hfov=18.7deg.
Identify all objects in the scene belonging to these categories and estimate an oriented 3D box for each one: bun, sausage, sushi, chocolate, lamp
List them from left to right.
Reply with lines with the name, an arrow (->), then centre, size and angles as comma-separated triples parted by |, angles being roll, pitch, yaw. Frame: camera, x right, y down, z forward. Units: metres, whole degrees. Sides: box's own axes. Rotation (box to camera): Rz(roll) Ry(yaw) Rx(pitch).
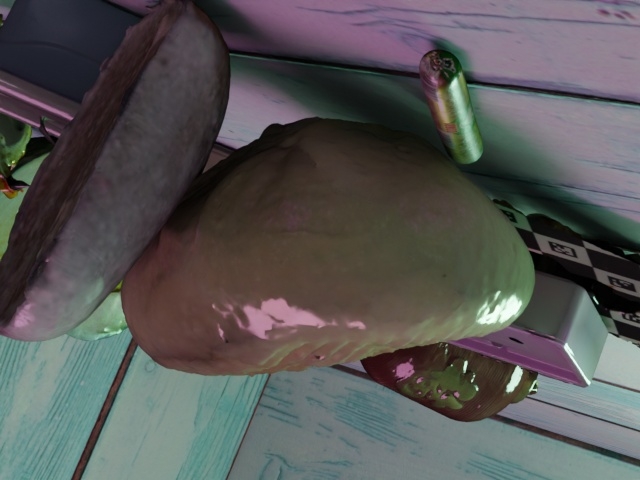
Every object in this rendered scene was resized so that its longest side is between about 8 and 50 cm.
chocolate -> -0.166, -0.047, 1.553 | 0.100, 0.303, 0.185 | 33, 171, -21
bun -> 0.000, 0.000, 1.648 | 0.361, 0.213, 0.361 | -9, 178, 0
lamp -> 0.149, 0.122, 2.329 | 0.258, 0.180, 0.180 | 28, 171, -26
sausage -> 0.100, -0.098, 1.474 | 0.033, 0.033, 0.269 | 21, 172, 12
sushi -> 0.260, 0.023, 1.797 | 0.290, 0.050, 0.264 | 24, 166, -3

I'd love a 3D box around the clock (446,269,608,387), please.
clock -> 0.168, 0.067, 1.873 | 0.197, 0.063, 0.150 | 17, 165, 25

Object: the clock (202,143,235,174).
clock -> -0.121, -0.061, 2.237 | 0.147, 0.071, 0.192 | 22, 173, 5

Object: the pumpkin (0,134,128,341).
pumpkin -> -0.361, -0.007, 2.616 | 0.293, 0.263, 0.197 | 31, 173, -33

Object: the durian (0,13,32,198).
durian -> -0.372, -0.130, 1.829 | 0.138, 0.237, 0.193 | -27, -176, 32

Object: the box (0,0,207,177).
box -> -0.196, -0.134, 1.726 | 0.227, 0.130, 0.162 | 24, 173, -4
